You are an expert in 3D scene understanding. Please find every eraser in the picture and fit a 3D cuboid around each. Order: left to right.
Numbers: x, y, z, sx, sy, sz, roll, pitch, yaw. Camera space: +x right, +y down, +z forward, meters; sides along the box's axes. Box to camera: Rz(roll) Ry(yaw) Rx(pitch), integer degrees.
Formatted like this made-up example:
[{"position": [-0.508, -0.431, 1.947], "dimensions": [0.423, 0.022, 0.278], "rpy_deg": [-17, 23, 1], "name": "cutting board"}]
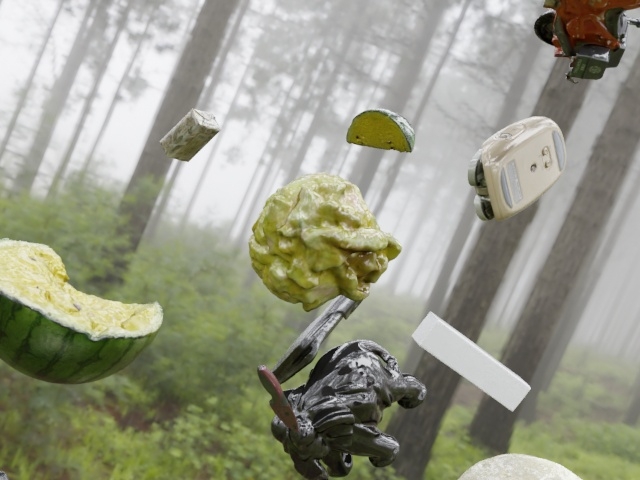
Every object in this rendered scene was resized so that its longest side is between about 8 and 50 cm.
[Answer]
[{"position": [0.360, 0.290, 2.298], "dimensions": [0.298, 0.078, 0.076], "rpy_deg": [36, 4, -14], "name": "eraser"}]

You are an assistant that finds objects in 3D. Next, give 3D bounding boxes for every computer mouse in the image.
[{"position": [0.347, -0.131, 1.714], "dimensions": [0.237, 0.145, 0.082], "rpy_deg": [-35, 29, -31], "name": "computer mouse"}]

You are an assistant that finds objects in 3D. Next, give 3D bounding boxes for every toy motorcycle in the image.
[{"position": [0.454, -0.374, 1.470], "dimensions": [0.221, 0.147, 0.325], "rpy_deg": [14, -24, 8], "name": "toy motorcycle"}]

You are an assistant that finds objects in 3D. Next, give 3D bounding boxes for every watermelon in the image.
[{"position": [-0.451, 0.145, 1.635], "dimensions": [0.331, 0.189, 0.331], "rpy_deg": [19, 16, -5], "name": "watermelon"}, {"position": [0.133, -0.259, 2.175], "dimensions": [0.182, 0.092, 0.075], "rpy_deg": [16, -10, 39], "name": "watermelon"}]

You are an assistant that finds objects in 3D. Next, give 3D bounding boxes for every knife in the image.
[{"position": [-0.075, 0.284, 1.691], "dimensions": [0.036, 0.018, 0.247], "rpy_deg": [-9, -39, 8], "name": "knife"}]

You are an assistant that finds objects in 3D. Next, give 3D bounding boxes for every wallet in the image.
[{"position": [0.034, 0.156, 2.093], "dimensions": [0.051, 0.377, 0.197], "rpy_deg": [43, -38, 1], "name": "wallet"}]

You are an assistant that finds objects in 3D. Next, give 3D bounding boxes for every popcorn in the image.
[{"position": [0.000, 0.000, 1.642], "dimensions": [0.259, 0.259, 0.212], "rpy_deg": [25, -5, 20], "name": "popcorn"}]

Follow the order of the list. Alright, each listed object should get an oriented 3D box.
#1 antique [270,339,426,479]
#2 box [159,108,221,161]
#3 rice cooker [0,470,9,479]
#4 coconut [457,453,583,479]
[{"position": [0.048, 0.360, 2.017], "dimensions": [0.185, 0.322, 0.255], "rpy_deg": [14, -23, 46], "name": "antique"}, {"position": [-0.229, -0.185, 1.700], "dimensions": [0.062, 0.098, 0.045], "rpy_deg": [11, 46, -57], "name": "box"}, {"position": [-0.543, 0.436, 1.492], "dimensions": [0.142, 0.203, 0.118], "rpy_deg": [-4, 58, -47], "name": "rice cooker"}, {"position": [0.258, 0.399, 1.232], "dimensions": [0.238, 0.237, 0.266], "rpy_deg": [25, -20, 14], "name": "coconut"}]
